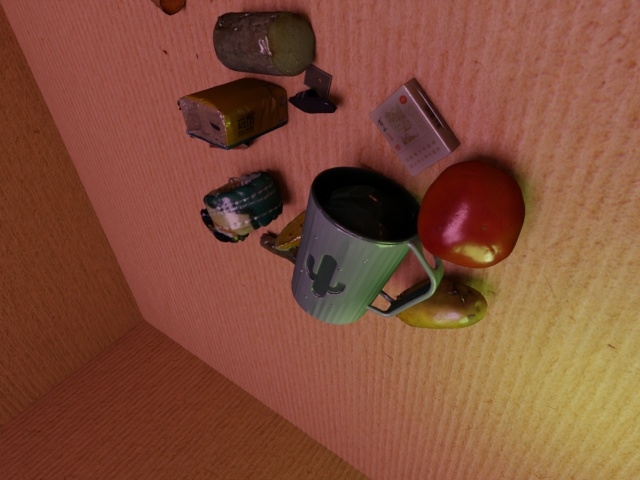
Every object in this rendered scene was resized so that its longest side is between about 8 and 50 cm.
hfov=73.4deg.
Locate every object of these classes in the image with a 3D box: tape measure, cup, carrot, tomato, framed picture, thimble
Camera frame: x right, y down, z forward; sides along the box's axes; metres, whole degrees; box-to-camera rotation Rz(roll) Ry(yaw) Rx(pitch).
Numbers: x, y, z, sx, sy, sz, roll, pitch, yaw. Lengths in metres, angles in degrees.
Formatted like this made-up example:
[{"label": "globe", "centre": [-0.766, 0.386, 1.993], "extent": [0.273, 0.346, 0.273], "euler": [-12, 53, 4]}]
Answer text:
[{"label": "tape measure", "centre": [-0.400, -0.081, 1.785], "extent": [0.199, 0.112, 0.186], "euler": [-1, 133, 49]}, {"label": "cup", "centre": [0.105, 0.049, 1.202], "extent": [0.401, 0.309, 0.393], "euler": [54, 141, 35]}, {"label": "carrot", "centre": [-0.542, -0.810, 1.346], "extent": [0.263, 0.102, 0.102], "euler": [38, 141, 15]}, {"label": "tomato", "centre": [0.358, -0.054, 1.008], "extent": [0.259, 0.180, 0.260], "euler": [2, 112, 5]}, {"label": "framed picture", "centre": [-0.009, -0.449, 1.204], "extent": [0.089, 0.006, 0.066], "euler": [35, 140, 18]}, {"label": "thimble", "centre": [-0.275, -0.134, 1.532], "extent": [0.288, 0.254, 0.168], "euler": [30, 143, 65]}]

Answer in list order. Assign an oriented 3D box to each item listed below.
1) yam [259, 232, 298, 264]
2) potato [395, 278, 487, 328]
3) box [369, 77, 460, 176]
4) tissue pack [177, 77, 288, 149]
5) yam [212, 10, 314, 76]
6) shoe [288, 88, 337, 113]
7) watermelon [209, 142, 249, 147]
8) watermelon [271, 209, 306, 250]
[{"label": "yam", "centre": [-0.110, 0.053, 1.676], "extent": [0.317, 0.067, 0.071], "euler": [24, 164, 28]}, {"label": "potato", "centre": [0.343, 0.189, 1.268], "extent": [0.300, 0.172, 0.140], "euler": [-13, 107, 55]}, {"label": "box", "centre": [0.232, -0.278, 1.074], "extent": [0.201, 0.058, 0.141], "euler": [52, 142, -5]}, {"label": "tissue pack", "centre": [-0.251, -0.387, 1.280], "extent": [0.192, 0.271, 0.134], "euler": [24, 132, 26]}, {"label": "yam", "centre": [-0.164, -0.534, 1.167], "extent": [0.267, 0.161, 0.161], "euler": [21, 134, 34]}, {"label": "shoe", "centre": [-0.015, -0.397, 1.216], "extent": [0.179, 0.049, 0.071], "euler": [21, 172, 45]}, {"label": "watermelon", "centre": [-0.319, -0.386, 1.457], "extent": [0.136, 0.193, 0.146], "euler": [-5, 91, 3]}, {"label": "watermelon", "centre": [-0.028, -0.047, 1.448], "extent": [0.300, 0.129, 0.123], "euler": [-26, 95, 25]}]
